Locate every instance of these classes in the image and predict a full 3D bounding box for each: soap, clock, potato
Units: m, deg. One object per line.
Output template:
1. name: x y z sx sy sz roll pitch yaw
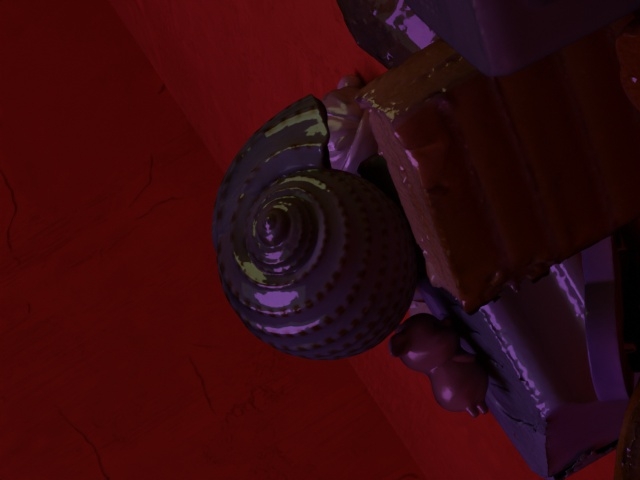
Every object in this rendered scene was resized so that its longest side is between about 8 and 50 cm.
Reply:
1. soap: 0.224 0.063 1.873 0.446 0.156 0.261 59 170 -5
2. clock: 0.304 0.072 1.624 0.172 0.064 0.198 58 -150 -57
3. potato: 0.080 -0.267 1.626 0.296 0.141 0.191 56 168 29

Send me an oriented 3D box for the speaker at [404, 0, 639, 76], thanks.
1. speaker: 0.124 -0.316 1.118 0.183 0.184 0.406 50 168 44

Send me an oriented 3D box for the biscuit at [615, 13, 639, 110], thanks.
1. biscuit: 0.320 -0.112 1.112 0.202 0.047 0.334 49 166 2

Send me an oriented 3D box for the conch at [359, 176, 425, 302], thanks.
1. conch: 0.136 -0.010 2.097 0.275 0.183 0.149 53 135 22

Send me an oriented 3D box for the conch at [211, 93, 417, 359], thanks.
1. conch: -0.016 0.004 1.838 0.319 0.215 0.303 78 170 -66

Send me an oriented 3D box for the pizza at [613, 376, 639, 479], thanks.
1. pizza: 0.378 0.215 1.574 0.058 0.197 0.292 164 113 -75

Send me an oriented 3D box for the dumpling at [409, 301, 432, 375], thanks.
1. dumpling: 0.196 0.142 2.390 0.136 0.118 0.199 -8 117 45

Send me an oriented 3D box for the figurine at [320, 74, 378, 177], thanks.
1. figurine: 0.034 -0.128 2.248 0.144 0.182 0.257 42 167 3

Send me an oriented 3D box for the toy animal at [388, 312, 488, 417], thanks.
1. toy animal: 0.137 0.140 1.836 0.150 0.089 0.083 46 164 17

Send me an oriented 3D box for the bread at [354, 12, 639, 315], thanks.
1. bread: 0.177 -0.081 1.419 0.111 0.239 0.246 53 172 53
